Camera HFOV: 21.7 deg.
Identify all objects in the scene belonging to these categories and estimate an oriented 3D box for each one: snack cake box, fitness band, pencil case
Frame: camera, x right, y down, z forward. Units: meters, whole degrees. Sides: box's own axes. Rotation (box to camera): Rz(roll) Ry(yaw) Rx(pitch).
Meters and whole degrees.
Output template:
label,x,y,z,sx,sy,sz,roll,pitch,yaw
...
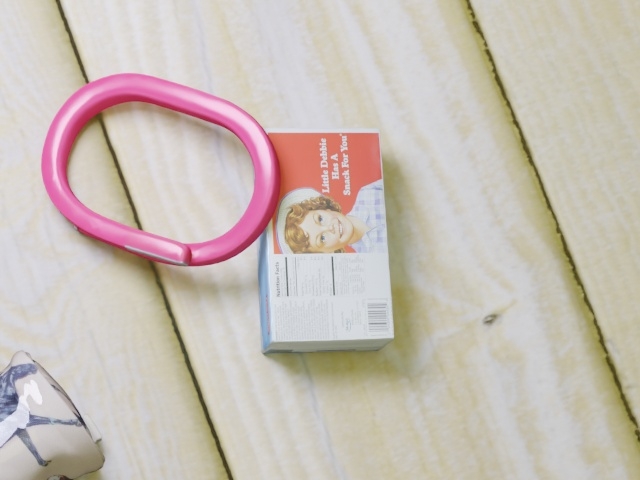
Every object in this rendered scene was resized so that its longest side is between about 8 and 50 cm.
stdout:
label,x,y,z,sx,sy,sz,roll,pitch,yaw
snack cake box,0.000,0.000,2.021,0.152,0.089,0.264,-1,78,-10
fitness band,-0.189,-0.083,1.981,0.290,0.054,0.209,19,81,13
pencil case,-0.421,0.297,1.828,0.410,0.183,0.160,-39,66,-18
